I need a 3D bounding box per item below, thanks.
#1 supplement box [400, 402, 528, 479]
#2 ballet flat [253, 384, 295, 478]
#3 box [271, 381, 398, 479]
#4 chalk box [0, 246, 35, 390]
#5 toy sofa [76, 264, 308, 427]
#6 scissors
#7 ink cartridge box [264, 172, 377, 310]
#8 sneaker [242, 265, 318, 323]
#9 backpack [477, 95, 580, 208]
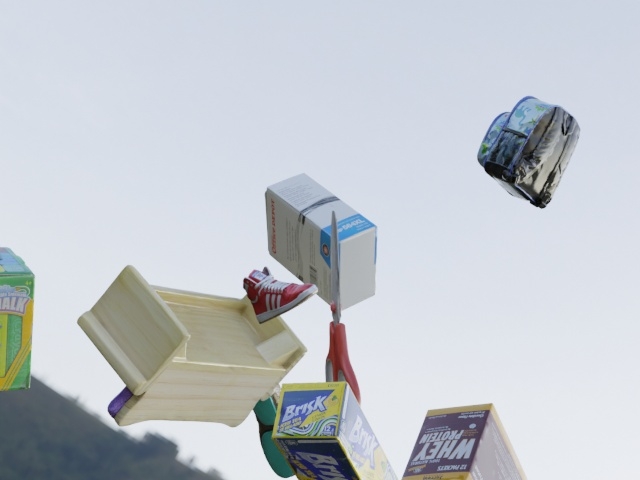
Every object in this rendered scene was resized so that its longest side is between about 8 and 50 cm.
[{"bbox_3d":[0.251,0.420,2.310,0.129,0.194,0.191,-10,-59,29],"label":"supplement box"},{"bbox_3d":[-0.073,0.301,2.232,0.073,0.067,0.206,-5,-64,18],"label":"ballet flat"},{"bbox_3d":[0.015,0.184,1.115,0.059,0.054,0.169,-4,-38,19],"label":"box"},{"bbox_3d":[-0.462,0.083,1.778,0.132,0.213,0.132,-3,17,-27],"label":"chalk box"},{"bbox_3d":[-0.196,0.163,1.973,0.150,0.177,0.362,48,16,26],"label":"toy sofa"},{"bbox_3d":[0.018,0.112,1.872,0.021,0.297,0.109,-6,-6,-17],"label":"scissors"},{"bbox_3d":[0.000,0.000,2.217,0.203,0.086,0.148,40,-38,40],"label":"ink cartridge box"},{"bbox_3d":[-0.055,0.059,1.666,0.118,0.042,0.067,-28,-91,48],"label":"sneaker"},{"bbox_3d":[0.248,-0.113,1.596,0.084,0.114,0.105,28,-3,42],"label":"backpack"}]
